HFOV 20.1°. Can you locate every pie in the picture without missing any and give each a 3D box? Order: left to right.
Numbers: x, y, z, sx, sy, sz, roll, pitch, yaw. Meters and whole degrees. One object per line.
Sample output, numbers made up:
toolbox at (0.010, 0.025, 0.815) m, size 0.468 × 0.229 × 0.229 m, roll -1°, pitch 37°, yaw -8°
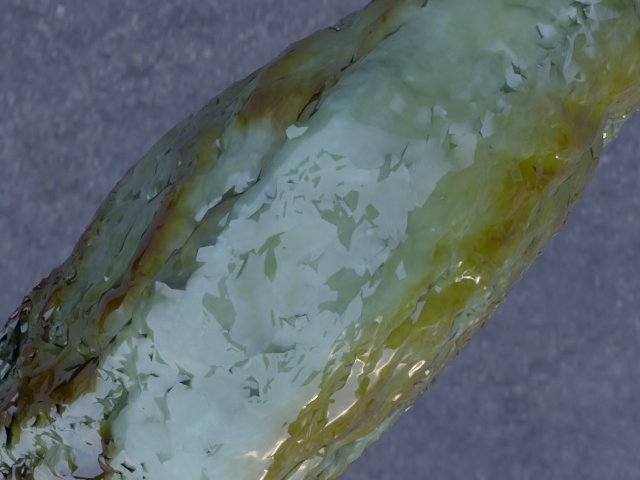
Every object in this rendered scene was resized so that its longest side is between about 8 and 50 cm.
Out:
pie at (0.005, -0.006, 0.841) m, size 0.180 × 0.395 × 0.418 m, roll 47°, pitch 135°, yaw 2°
